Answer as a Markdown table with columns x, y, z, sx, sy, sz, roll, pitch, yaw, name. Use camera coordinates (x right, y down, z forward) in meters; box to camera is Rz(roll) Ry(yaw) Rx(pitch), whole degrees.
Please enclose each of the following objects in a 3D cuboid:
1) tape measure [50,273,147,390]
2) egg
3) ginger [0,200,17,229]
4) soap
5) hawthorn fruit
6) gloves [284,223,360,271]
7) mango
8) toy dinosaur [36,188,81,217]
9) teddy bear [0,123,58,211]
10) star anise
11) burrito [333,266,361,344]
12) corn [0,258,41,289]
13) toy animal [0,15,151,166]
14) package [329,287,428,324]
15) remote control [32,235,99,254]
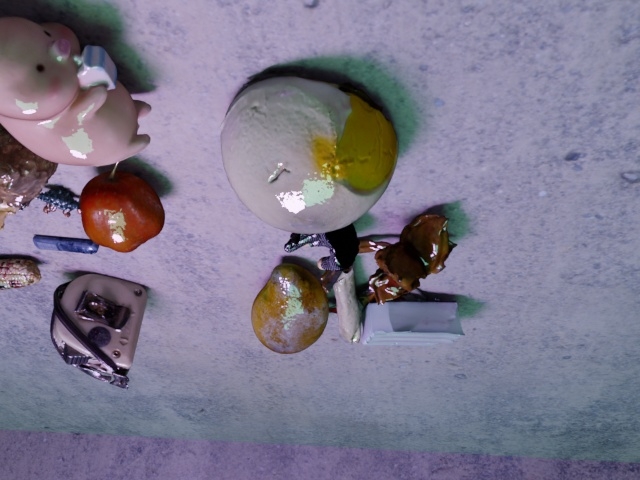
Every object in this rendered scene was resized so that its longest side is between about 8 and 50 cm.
| x | y | z | sx | sy | sz | roll | pitch | yaw | name |
| --- | --- | --- | --- | --- | --- | --- | --- | --- | --- |
| -0.573 | 0.221 | 1.772 | 0.231 | 0.271 | 0.133 | 15 | 148 | -18 | tape measure |
| -0.026 | -0.112 | 1.196 | 0.337 | 0.201 | 0.337 | 6 | 149 | 4 | egg |
| -0.752 | -0.069 | 1.504 | 0.205 | 0.081 | 0.115 | 6 | 163 | -13 | ginger |
| 0.229 | 0.207 | 1.752 | 0.231 | 0.091 | 0.145 | 2 | 157 | -10 | soap |
| -0.401 | -0.078 | 1.375 | 0.163 | 0.162 | 0.203 | -3 | 134 | 14 | hawthorn fruit |
| 0.000 | -0.003 | 1.493 | 0.129 | 0.106 | 0.181 | 34 | 169 | -33 | gloves |
| -0.074 | 0.166 | 1.736 | 0.193 | 0.146 | 0.316 | 6 | 135 | -2 | mango |
| -0.556 | -0.084 | 1.472 | 0.154 | 0.049 | 0.055 | 16 | 151 | -27 | toy dinosaur |
| -0.593 | -0.111 | 1.282 | 0.222 | 0.246 | 0.296 | 42 | 131 | 12 | teddy bear |
| 0.145 | 0.051 | 1.484 | 0.346 | 0.148 | 0.237 | -21 | -177 | 36 | star anise |
| 0.063 | 0.145 | 1.689 | 0.059 | 0.082 | 0.275 | -13 | 136 | -5 | burrito |
| -0.823 | 0.086 | 1.774 | 0.253 | 0.086 | 0.086 | -6 | 148 | 14 | corn |
| -0.411 | -0.227 | 1.073 | 0.213 | 0.195 | 0.256 | -10 | 144 | 11 | toy animal |
| 0.140 | 0.159 | 1.784 | 0.154 | 0.030 | 0.239 | 25 | 144 | -33 | package |
| -0.605 | 0.011 | 1.666 | 0.153 | 0.027 | 0.043 | 6 | 154 | 4 | remote control |
